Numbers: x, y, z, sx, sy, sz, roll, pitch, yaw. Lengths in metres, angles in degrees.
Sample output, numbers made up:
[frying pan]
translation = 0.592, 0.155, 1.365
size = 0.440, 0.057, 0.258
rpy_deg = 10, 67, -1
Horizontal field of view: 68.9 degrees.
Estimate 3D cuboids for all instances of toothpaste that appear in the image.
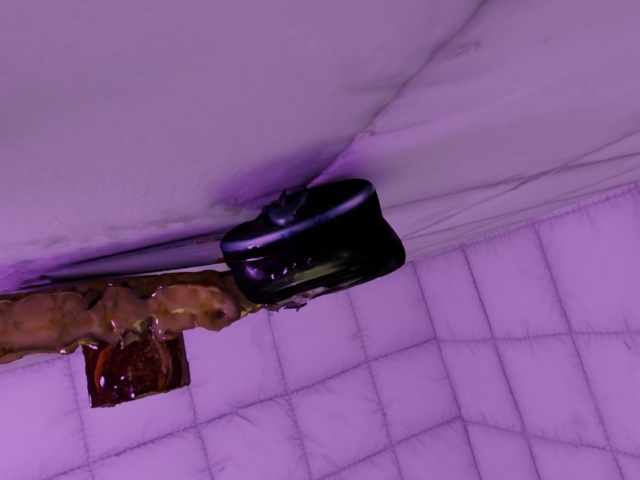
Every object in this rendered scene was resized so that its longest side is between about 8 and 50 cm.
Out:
[toothpaste]
translation = -0.156, 0.017, 0.465
size = 0.218, 0.033, 0.052
rpy_deg = -10, 173, -14

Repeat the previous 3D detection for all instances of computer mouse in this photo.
[computer mouse]
translation = 0.000, 0.000, 0.417
size = 0.137, 0.096, 0.233
rpy_deg = -23, 168, 5

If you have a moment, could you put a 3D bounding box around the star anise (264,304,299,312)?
[star anise]
translation = -0.162, 0.135, 1.108
size = 0.262, 0.081, 0.230
rpy_deg = 0, 165, -28

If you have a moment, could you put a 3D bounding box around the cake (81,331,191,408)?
[cake]
translation = -0.380, 0.230, 0.958
size = 0.196, 0.199, 0.293
rpy_deg = -9, 167, -15

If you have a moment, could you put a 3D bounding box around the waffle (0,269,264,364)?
[waffle]
translation = -0.206, 0.068, 0.476
size = 0.283, 0.065, 0.309
rpy_deg = -7, -179, 25
